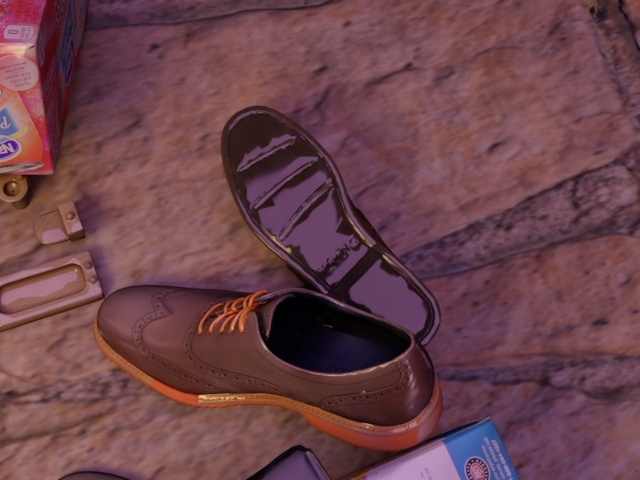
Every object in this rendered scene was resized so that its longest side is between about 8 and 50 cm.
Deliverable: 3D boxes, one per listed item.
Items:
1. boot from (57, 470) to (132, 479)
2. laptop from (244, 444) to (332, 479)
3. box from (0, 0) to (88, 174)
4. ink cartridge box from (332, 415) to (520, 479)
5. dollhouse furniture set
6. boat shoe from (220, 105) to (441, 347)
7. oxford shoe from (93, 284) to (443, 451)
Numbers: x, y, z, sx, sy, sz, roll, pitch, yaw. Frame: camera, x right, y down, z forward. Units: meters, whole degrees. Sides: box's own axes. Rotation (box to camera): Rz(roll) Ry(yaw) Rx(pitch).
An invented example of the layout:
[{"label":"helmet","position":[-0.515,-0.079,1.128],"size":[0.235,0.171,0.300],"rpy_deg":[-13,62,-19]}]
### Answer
[{"label":"boot","position":[-0.148,0.274,0.842],"size":[0.247,0.161,0.083],"rpy_deg":[26,71,3]},{"label":"laptop","position":[-0.077,0.436,0.747],"size":[0.236,0.408,0.382],"rpy_deg":[-28,79,-40]},{"label":"box","position":[-0.315,-0.217,0.902],"size":[0.142,0.154,0.299],"rpy_deg":[1,47,-6]},{"label":"ink cartridge box","position":[0.070,0.293,0.865],"size":[0.233,0.168,0.171],"rpy_deg":[-20,78,-12]},{"label":"dollhouse furniture set","position":[-0.309,-0.002,0.918],"size":[0.144,0.123,0.151],"rpy_deg":[-18,78,-12]},{"label":"boat shoe","position":[0.000,0.000,0.974],"size":[0.111,0.104,0.307],"rpy_deg":[-35,84,-6]},{"label":"oxford shoe","position":[-0.063,0.084,0.877],"size":[0.364,0.132,0.130],"rpy_deg":[9,52,20]}]
